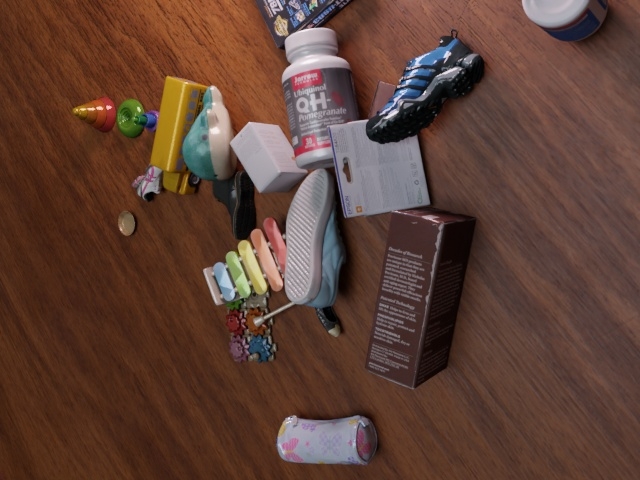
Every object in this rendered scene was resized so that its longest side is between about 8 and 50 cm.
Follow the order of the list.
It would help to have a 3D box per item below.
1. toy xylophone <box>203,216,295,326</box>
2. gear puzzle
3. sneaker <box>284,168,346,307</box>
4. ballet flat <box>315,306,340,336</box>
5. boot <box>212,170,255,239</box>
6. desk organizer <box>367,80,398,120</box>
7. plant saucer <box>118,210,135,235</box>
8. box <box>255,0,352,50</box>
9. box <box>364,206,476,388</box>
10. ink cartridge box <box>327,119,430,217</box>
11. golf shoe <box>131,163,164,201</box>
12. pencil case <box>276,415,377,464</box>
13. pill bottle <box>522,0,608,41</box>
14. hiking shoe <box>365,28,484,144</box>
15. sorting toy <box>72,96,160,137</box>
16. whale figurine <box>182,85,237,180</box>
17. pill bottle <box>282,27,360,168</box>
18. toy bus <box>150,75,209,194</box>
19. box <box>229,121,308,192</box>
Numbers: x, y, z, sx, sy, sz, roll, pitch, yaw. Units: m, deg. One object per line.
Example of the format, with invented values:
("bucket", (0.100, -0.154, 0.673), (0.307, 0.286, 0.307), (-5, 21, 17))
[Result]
("toy xylophone", (-0.160, 0.096, 1.735), (0.322, 0.081, 0.236), (-35, 77, 20))
("gear puzzle", (-0.223, 0.193, 1.830), (0.175, 0.044, 0.339), (-7, 91, 34))
("sneaker", (0.000, 0.000, 1.624), (0.135, 0.150, 0.366), (-5, 69, 42))
("ballet flat", (0.014, 0.174, 1.661), (0.049, 0.057, 0.173), (-28, 80, 28))
("boot", (-0.261, -0.099, 1.819), (0.137, 0.077, 0.198), (-1, 81, 39))
("desk organizer", (0.154, -0.318, 1.524), (0.050, 0.047, 0.130), (24, 107, 27))
("plant saucer", (-0.651, -0.058, 2.112), (0.083, 0.015, 0.083), (4, 97, 34))
("box", (-0.050, -0.696, 1.609), (0.293, 0.073, 0.295), (-32, 77, 33))
("box", (0.228, 0.122, 1.431), (0.143, 0.191, 0.381), (18, 104, 31))
("ink cartridge box", (0.132, -0.172, 1.463), (0.045, 0.224, 0.223), (166, 95, -72))
("golf shoe", (-0.523, -0.197, 1.987), (0.186, 0.067, 0.086), (-37, 90, 38))
("pencil case", (0.015, 0.531, 1.663), (0.273, 0.113, 0.124), (-11, 69, 35))
("pill bottle", (0.474, -0.448, 1.189), (0.124, 0.221, 0.124), (3, 96, 33))
("hiking shoe", (0.219, -0.339, 1.419), (0.304, 0.113, 0.132), (-35, 63, 3))
("sorting toy", (-0.674, -0.403, 2.027), (0.365, 0.126, 0.127), (14, 102, 33))
("whale figurine", (-0.317, -0.296, 1.753), (0.141, 0.216, 0.272), (-7, 69, 1))
("pill bottle", (0.001, -0.347, 1.545), (0.176, 0.176, 0.318), (-11, 88, 34))
("toy bus", (-0.415, -0.307, 1.858), (0.108, 0.130, 0.333), (24, 108, 30))
("box", (-0.138, -0.222, 1.680), (0.091, 0.130, 0.170), (-40, 72, 29))
